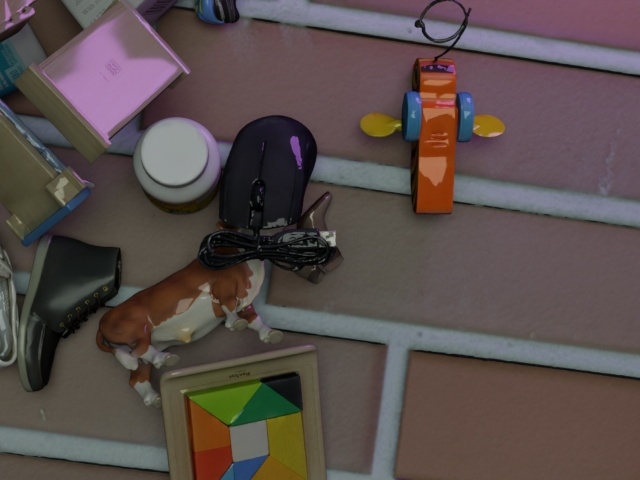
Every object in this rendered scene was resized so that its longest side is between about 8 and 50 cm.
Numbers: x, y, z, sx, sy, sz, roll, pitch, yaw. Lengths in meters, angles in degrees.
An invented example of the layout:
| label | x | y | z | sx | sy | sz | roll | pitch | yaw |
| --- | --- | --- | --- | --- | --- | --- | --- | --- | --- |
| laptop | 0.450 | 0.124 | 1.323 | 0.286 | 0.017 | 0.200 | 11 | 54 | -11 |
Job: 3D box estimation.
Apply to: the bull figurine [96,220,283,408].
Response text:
| label | x | y | z | sx | sy | sz | roll | pitch | yaw |
| --- | --- | --- | --- | --- | --- | --- | --- | --- | --- |
| bull figurine | -0.162 | 0.089 | 1.739 | 0.310 | 0.101 | 0.188 | -33 | 44 | 1 |

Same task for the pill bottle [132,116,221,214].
| label | x | y | z | sx | sy | sz | roll | pitch | yaw |
| --- | --- | --- | --- | --- | --- | --- | --- | --- | --- |
| pill bottle | -0.194 | -0.102 | 1.719 | 0.118 | 0.208 | 0.117 | 0 | 84 | -4 |

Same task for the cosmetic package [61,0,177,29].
| label | x | y | z | sx | sy | sz | roll | pitch | yaw |
| --- | --- | --- | --- | --- | --- | --- | --- | --- | --- |
| cosmetic package | -0.326 | -0.487 | 1.743 | 0.217 | 0.156 | 0.385 | -41 | 89 | 19 |

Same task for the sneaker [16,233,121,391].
| label | x | y | z | sx | sy | sz | roll | pitch | yaw |
| --- | --- | --- | --- | --- | --- | --- | --- | --- | --- |
| sneaker | -0.344 | 0.103 | 1.741 | 0.118 | 0.083 | 0.222 | 7 | 77 | 1 |

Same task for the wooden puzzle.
| label | x | y | z | sx | sy | sz | roll | pitch | yaw |
| --- | --- | --- | --- | --- | --- | --- | --- | --- | --- |
| wooden puzzle | -0.098 | 0.268 | 1.708 | 0.221 | 0.044 | 0.238 | -9 | 109 | -19 |

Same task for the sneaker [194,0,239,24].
| label | x | y | z | sx | sy | sz | roll | pitch | yaw |
| --- | --- | --- | --- | --- | --- | --- | --- | --- | --- |
| sneaker | -0.133 | -0.401 | 1.834 | 0.078 | 0.067 | 0.188 | 11 | 81 | -24 |

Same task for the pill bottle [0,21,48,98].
| label | x | y | z | sx | sy | sz | roll | pitch | yaw |
| --- | --- | --- | --- | --- | --- | --- | --- | --- | --- |
| pill bottle | -0.518 | -0.237 | 1.741 | 0.264 | 0.146 | 0.146 | -30 | 87 | -6 |

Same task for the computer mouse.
| label | x | y | z | sx | sy | sz | roll | pitch | yaw |
| --- | --- | --- | --- | --- | --- | --- | --- | --- | --- |
| computer mouse | -0.068 | -0.083 | 1.729 | 0.188 | 0.072 | 0.272 | -3 | 50 | 8 |

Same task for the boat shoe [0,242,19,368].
| label | x | y | z | sx | sy | sz | roll | pitch | yaw |
| --- | --- | --- | --- | --- | --- | --- | --- | --- | --- |
| boat shoe | -0.460 | 0.041 | 1.716 | 0.098 | 0.096 | 0.277 | -21 | 100 | -32 |

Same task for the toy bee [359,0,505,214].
| label | x | y | z | sx | sy | sz | roll | pitch | yaw |
| --- | --- | --- | --- | --- | --- | --- | --- | --- | --- |
| toy bee | 0.172 | -0.194 | 1.801 | 0.195 | 0.162 | 0.298 | 21 | 108 | -10 |

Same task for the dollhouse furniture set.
| label | x | y | z | sx | sy | sz | roll | pitch | yaw |
| --- | --- | --- | --- | --- | --- | --- | --- | --- | --- |
| dollhouse furniture set | -0.380 | -0.193 | 1.690 | 0.286 | 0.303 | 0.198 | 48 | 46 | -9 |

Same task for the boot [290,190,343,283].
| label | x | y | z | sx | sy | sz | roll | pitch | yaw |
| --- | --- | --- | --- | --- | --- | --- | --- | --- | --- |
| boot | 0.000 | 0.000 | 1.811 | 0.087 | 0.042 | 0.118 | 44 | 84 | -5 |
